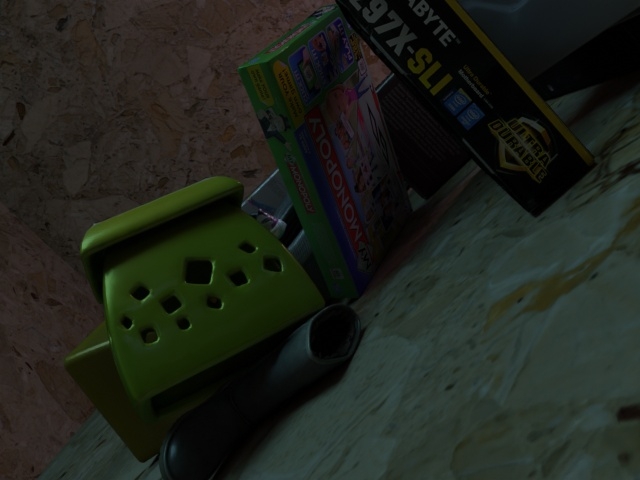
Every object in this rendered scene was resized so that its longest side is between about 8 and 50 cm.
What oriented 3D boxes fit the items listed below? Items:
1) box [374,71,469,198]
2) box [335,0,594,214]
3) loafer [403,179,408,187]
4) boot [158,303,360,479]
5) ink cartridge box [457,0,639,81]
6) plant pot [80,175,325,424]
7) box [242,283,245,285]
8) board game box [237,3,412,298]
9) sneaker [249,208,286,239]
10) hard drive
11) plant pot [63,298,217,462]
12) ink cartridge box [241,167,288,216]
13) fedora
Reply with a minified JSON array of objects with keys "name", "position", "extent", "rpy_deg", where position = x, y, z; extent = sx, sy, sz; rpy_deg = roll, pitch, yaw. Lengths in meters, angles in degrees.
[{"name":"box","position":[0.169,-0.201,1.032],"extent":[0.203,0.167,0.168],"rpy_deg":[-44,7,12]},{"name":"box","position":[0.133,-0.172,0.708],"extent":[0.079,0.257,0.322],"rpy_deg":[-41,7,13]},{"name":"loafer","position":[0.168,-0.174,1.225],"extent":[0.267,0.084,0.096],"rpy_deg":[-47,7,-13]},{"name":"boot","position":[-0.062,0.166,0.714],"extent":[0.208,0.076,0.190],"rpy_deg":[-32,13,38]},{"name":"ink cartridge box","position":[0.323,-0.369,0.685],"extent":[0.395,0.151,0.270],"rpy_deg":[-47,7,-27]},{"name":"plant pot","position":[-0.154,0.067,0.806],"extent":[0.228,0.207,0.227],"rpy_deg":[-26,-13,-20]},{"name":"box","position":[-0.163,0.092,1.234],"extent":[0.077,0.180,0.147],"rpy_deg":[-40,8,45]},{"name":"board game box","position":[0.023,-0.115,0.865],"extent":[0.046,0.317,0.213],"rpy_deg":[-3,32,32]},{"name":"sneaker","position":[-0.101,-0.010,0.978],"extent":[0.098,0.069,0.038],"rpy_deg":[-46,16,30]},{"name":"hard drive","position":[0.368,-0.276,0.740],"extent":[0.237,0.064,0.339],"rpy_deg":[-45,6,-1]},{"name":"plant pot","position":[-0.243,0.192,1.106],"extent":[0.187,0.212,0.212],"rpy_deg":[-29,13,22]},{"name":"ink cartridge box","position":[-0.115,-0.076,1.394],"extent":[0.175,0.072,0.127],"rpy_deg":[-43,8,11]},{"name":"fedora","position":[0.000,0.000,1.024],"extent":[0.243,0.124,0.275],"rpy_deg":[-44,18,33]}]
